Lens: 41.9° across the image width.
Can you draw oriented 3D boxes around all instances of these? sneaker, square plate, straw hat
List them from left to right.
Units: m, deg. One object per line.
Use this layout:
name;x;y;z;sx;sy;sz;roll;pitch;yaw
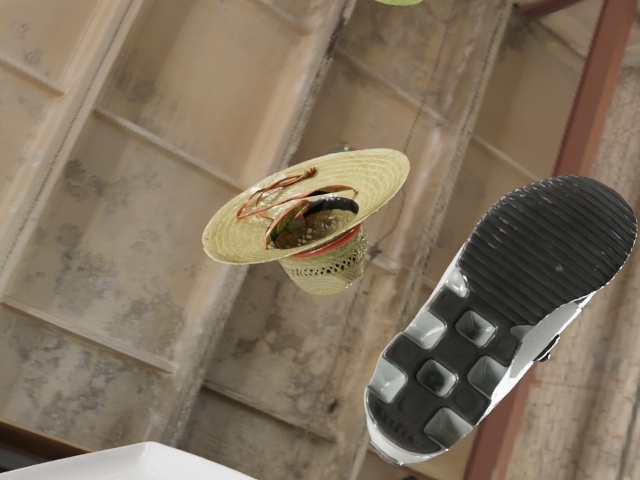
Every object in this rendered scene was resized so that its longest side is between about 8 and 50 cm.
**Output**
square plate;-0.269;0.300;0.908;0.347;0.344;0.049;-6;-89;-36
straw hat;0.000;0.000;0.522;0.144;0.144;0.061;-38;-63;-30
sneaker;0.156;0.072;0.770;0.330;0.146;0.122;-41;-110;-18

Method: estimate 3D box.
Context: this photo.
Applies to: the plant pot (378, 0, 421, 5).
plant pot;0.127;-0.472;1.145;0.276;0.254;0.276;3;-111;-9
